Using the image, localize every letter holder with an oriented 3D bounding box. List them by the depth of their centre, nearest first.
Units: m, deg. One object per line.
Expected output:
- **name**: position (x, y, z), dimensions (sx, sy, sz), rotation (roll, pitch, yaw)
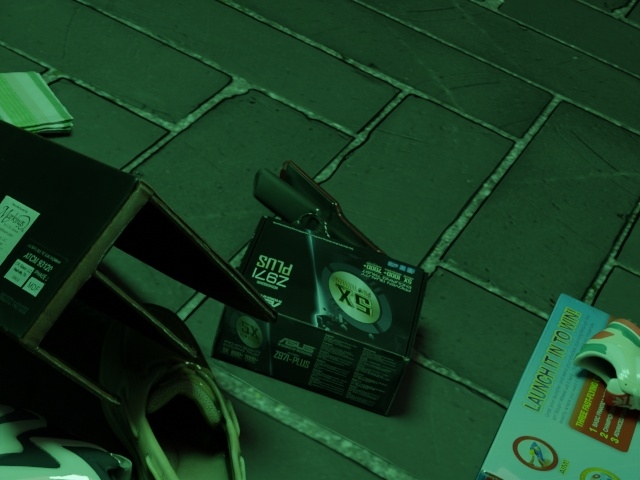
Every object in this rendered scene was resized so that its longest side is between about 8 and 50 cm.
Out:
- **letter holder**: position (-0.210, 0.032, 1.208), dimensions (0.302, 0.152, 0.214), rotation (23, -17, 48)

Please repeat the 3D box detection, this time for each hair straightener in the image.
- **hair straightener**: position (0.000, 0.000, 1.508), dimensions (0.089, 0.047, 0.230), rotation (-17, 53, -40)

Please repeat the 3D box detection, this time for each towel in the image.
- **towel**: position (-0.361, -0.144, 1.553), dimensions (0.152, 0.023, 0.113), rotation (-11, 42, -33)

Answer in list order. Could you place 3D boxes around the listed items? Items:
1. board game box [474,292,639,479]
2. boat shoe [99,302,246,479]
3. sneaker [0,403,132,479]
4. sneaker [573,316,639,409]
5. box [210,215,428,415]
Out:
- **board game box**: position (0.311, 0.217, 1.308), dimensions (0.302, 0.086, 0.308), rotation (25, 35, 10)
- **boat shoe**: position (-0.118, 0.147, 1.195), dimensions (0.109, 0.098, 0.302), rotation (4, 37, -20)
- **sneaker**: position (-0.212, 0.220, 1.054), dimensions (0.153, 0.094, 0.235), rotation (12, 24, 6)
- **sneaker**: position (0.299, 0.142, 1.292), dimensions (0.075, 0.057, 0.161), rotation (-28, 55, -26)
- **box**: position (0.002, 0.069, 1.374), dimensions (0.180, 0.077, 0.147), rotation (19, 35, 1)
